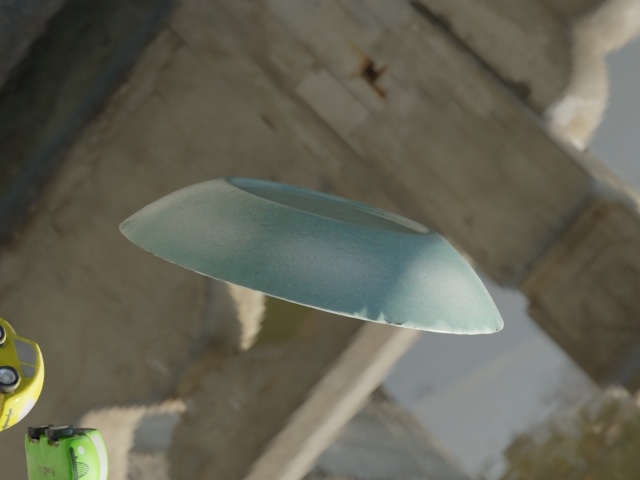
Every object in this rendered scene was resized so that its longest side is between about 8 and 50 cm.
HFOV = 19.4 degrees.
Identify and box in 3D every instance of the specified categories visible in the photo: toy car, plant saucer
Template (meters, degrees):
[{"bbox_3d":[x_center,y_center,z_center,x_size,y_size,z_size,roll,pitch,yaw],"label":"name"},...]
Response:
[{"bbox_3d":[-0.214,0.172,1.457,0.053,0.239,0.225,-7,-178,-28],"label":"toy car"},{"bbox_3d":[0.000,0.000,0.914,0.195,0.195,0.037,4,102,-56],"label":"plant saucer"}]
